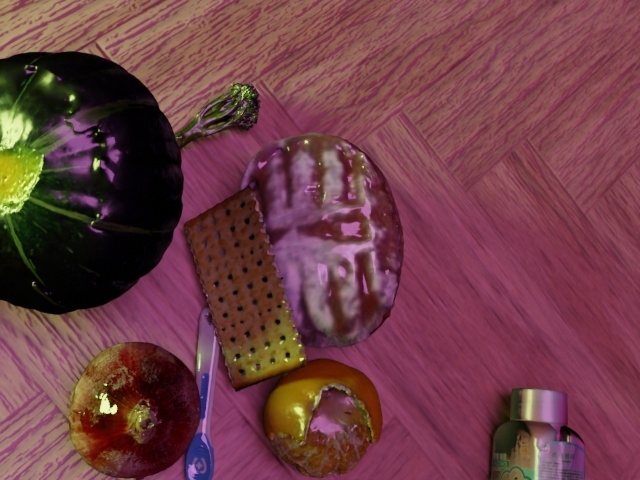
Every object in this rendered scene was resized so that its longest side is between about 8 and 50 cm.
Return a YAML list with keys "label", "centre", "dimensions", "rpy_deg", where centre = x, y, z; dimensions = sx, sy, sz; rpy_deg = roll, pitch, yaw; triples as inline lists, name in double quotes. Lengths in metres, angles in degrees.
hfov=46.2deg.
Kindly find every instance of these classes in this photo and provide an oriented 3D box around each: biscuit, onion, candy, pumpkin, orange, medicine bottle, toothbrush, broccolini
- label: "biscuit"
  centre: [-0.096, 0.063, 0.942]
  dimensions: [0.016, 0.139, 0.232]
  rpy_deg: [-6, 74, -53]
- label: "onion"
  centre: [-0.209, 0.194, 0.847]
  dimensions: [0.159, 0.195, 0.160]
  rpy_deg: [2, 83, -15]
- label: "candy"
  centre: [0.000, 0.000, 0.977]
  dimensions: [0.214, 0.157, 0.290]
  rpy_deg: [-13, 87, 9]
- label: "pumpkin"
  centre: [-0.291, -0.063, 0.867]
  dimensions: [0.295, 0.296, 0.296]
  rpy_deg: [5, 75, -21]
- label: "orange"
  centre: [0.005, 0.226, 0.961]
  dimensions: [0.156, 0.134, 0.157]
  rpy_deg: [5, 67, -11]
- label: "medicine bottle"
  centre: [0.309, 0.309, 1.067]
  dimensions: [0.094, 0.119, 0.188]
  rpy_deg: [12, 73, -19]
- label: "toothbrush"
  centre: [-0.151, 0.272, 0.943]
  dimensions: [0.040, 0.040, 0.387]
  rpy_deg: [9, 70, -20]
- label: "broccolini"
  centre: [-0.171, -0.140, 1.033]
  dimensions: [0.216, 0.058, 0.067]
  rpy_deg: [-42, 53, -18]
